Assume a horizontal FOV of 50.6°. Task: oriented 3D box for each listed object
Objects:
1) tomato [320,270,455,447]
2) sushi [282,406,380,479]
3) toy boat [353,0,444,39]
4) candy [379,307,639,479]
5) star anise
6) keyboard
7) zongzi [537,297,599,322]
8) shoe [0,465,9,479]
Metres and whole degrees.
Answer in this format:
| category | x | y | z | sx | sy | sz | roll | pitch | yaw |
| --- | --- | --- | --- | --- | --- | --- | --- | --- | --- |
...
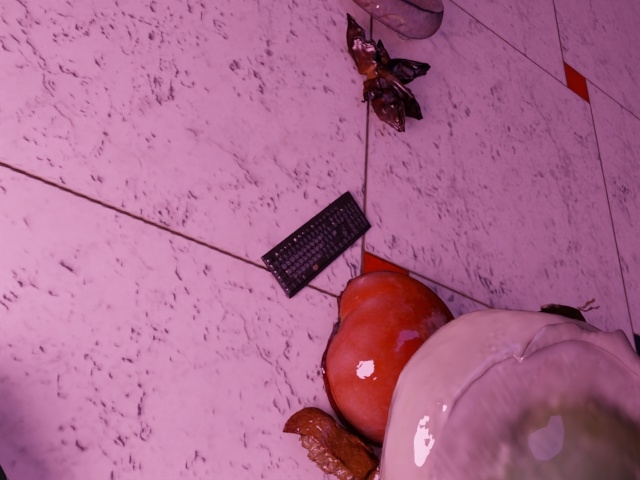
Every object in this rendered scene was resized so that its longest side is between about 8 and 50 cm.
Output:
| category | x | y | z | sx | sy | sz | roll | pitch | yaw |
| --- | --- | --- | --- | --- | --- | --- | --- | --- | --- |
| tomato | 0.113 | 0.136 | 0.824 | 0.199 | 0.112 | 0.228 | 32 | 53 | -26 |
| sushi | 0.019 | 0.229 | 0.731 | 0.120 | 0.052 | 0.055 | 42 | 65 | -19 |
| toy boat | 0.104 | -0.420 | 1.150 | 0.227 | 0.085 | 0.155 | 32 | 41 | -9 |
| candy | 0.224 | 0.262 | 0.750 | 0.386 | 0.186 | 0.427 | -49 | 117 | -20 |
| star anise | 0.114 | -0.254 | 1.072 | 0.157 | 0.053 | 0.212 | 5 | 62 | -37 |
| keyboard | 0.000 | 0.000 | 0.869 | 0.064 | 0.010 | 0.198 | 55 | 45 | -5 |
| zongzi | 0.330 | 0.219 | 0.982 | 0.247 | 0.111 | 0.241 | -6 | 90 | -48 |
| shoe | -0.337 | 0.235 | 0.383 | 0.160 | 0.131 | 0.363 | 52 | 41 | -12 |
